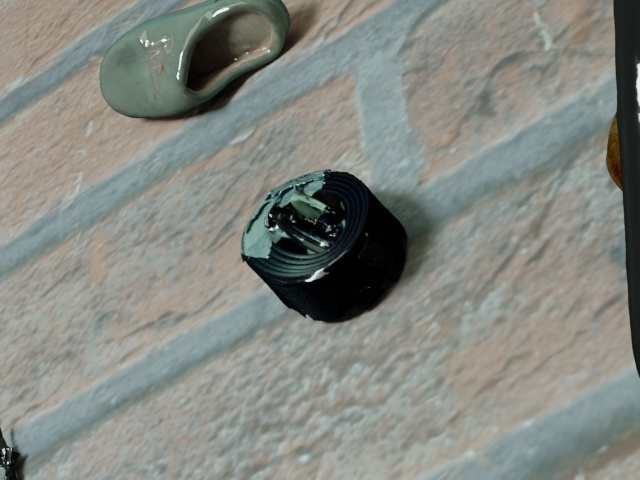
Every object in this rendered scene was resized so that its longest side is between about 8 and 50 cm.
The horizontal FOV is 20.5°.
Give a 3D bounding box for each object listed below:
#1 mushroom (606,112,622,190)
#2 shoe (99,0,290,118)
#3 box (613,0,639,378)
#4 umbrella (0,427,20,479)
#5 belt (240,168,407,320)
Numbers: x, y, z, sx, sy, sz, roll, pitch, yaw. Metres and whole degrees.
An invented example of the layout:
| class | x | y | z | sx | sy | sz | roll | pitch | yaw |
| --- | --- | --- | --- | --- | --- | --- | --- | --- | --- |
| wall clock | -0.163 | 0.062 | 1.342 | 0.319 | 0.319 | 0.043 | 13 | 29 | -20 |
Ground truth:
| class | x | y | z | sx | sy | sz | roll | pitch | yaw |
| --- | --- | --- | --- | --- | --- | --- | --- | --- | --- |
| mushroom | 0.235 | -0.072 | 1.085 | 0.127 | 0.087 | 0.127 | -24 | 45 | 26 |
| shoe | -0.116 | -0.155 | 1.536 | 0.195 | 0.079 | 0.078 | -23 | 27 | 22 |
| box | 0.283 | -0.049 | 0.923 | 0.290 | 0.073 | 0.289 | -3 | 88 | 44 |
| umbrella | -0.240 | 0.189 | 1.379 | 0.022 | 0.022 | 0.149 | -35 | 46 | 7 |
| belt | 0.000 | 0.000 | 1.282 | 0.105 | 0.058 | 0.140 | -51 | 34 | -13 |
